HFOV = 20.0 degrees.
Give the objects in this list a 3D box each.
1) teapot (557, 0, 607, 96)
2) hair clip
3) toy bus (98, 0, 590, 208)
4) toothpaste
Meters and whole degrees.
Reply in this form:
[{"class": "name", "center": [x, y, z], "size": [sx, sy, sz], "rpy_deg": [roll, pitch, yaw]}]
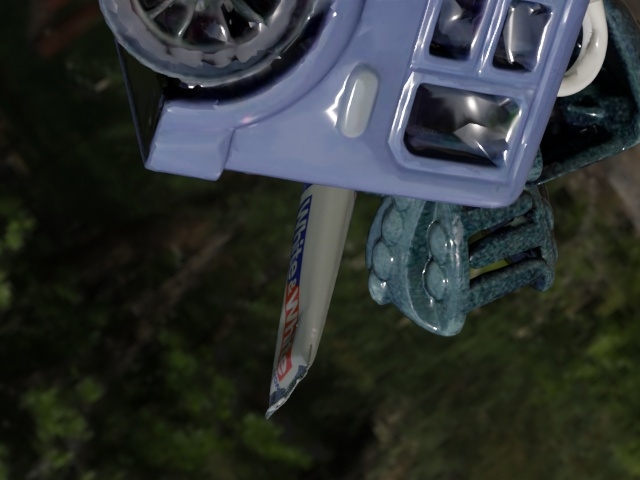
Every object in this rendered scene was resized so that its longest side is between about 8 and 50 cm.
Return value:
[{"class": "teapot", "center": [0.118, -0.190, 0.956], "size": [0.159, 0.116, 0.246], "rpy_deg": [22, 130, 36]}, {"class": "hair clip", "center": [0.106, -0.085, 1.249], "size": [0.206, 0.194, 0.310], "rpy_deg": [58, 155, 19]}, {"class": "toy bus", "center": [0.028, -0.161, 0.434], "size": [0.125, 0.133, 0.292], "rpy_deg": [-113, 36, -64]}, {"class": "toothpaste", "center": [0.000, 0.000, 1.001], "size": [0.033, 0.218, 0.052], "rpy_deg": [23, 139, -14]}]
